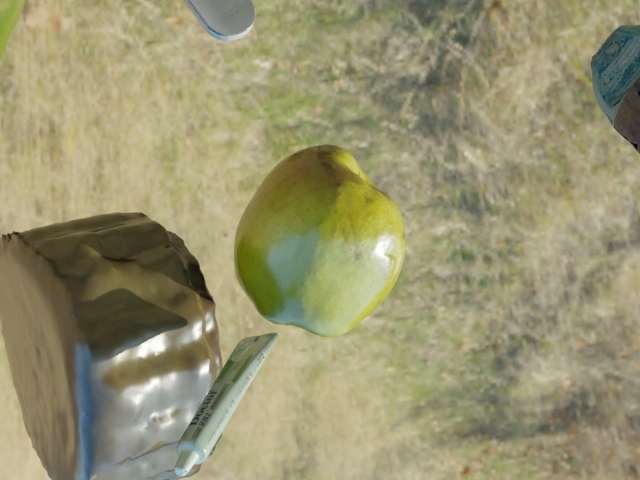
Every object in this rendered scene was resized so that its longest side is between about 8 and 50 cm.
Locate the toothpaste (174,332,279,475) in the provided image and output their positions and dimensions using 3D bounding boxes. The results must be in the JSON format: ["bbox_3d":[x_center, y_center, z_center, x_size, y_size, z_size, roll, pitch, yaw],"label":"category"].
[{"bbox_3d":[-0.094,0.152,1.065,0.048,0.197,0.029,-12,119,30],"label":"toothpaste"}]

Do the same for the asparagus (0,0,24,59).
[{"bbox_3d":[-0.200,-0.027,0.495,0.085,0.343,0.082,23,162,-21],"label":"asparagus"}]

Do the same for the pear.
[{"bbox_3d":[0.000,0.000,1.212,0.200,0.200,0.200,-7,158,-3],"label":"pear"}]

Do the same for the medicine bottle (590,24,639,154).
[{"bbox_3d":[0.320,-0.104,0.910,0.258,0.124,0.079,11,122,-42],"label":"medicine bottle"}]

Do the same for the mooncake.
[{"bbox_3d":[-0.238,0.126,1.261,0.187,0.324,0.324,-13,163,-30],"label":"mooncake"}]

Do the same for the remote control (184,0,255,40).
[{"bbox_3d":[-0.175,-0.376,1.519,0.077,0.245,0.022,-33,170,-17],"label":"remote control"}]
